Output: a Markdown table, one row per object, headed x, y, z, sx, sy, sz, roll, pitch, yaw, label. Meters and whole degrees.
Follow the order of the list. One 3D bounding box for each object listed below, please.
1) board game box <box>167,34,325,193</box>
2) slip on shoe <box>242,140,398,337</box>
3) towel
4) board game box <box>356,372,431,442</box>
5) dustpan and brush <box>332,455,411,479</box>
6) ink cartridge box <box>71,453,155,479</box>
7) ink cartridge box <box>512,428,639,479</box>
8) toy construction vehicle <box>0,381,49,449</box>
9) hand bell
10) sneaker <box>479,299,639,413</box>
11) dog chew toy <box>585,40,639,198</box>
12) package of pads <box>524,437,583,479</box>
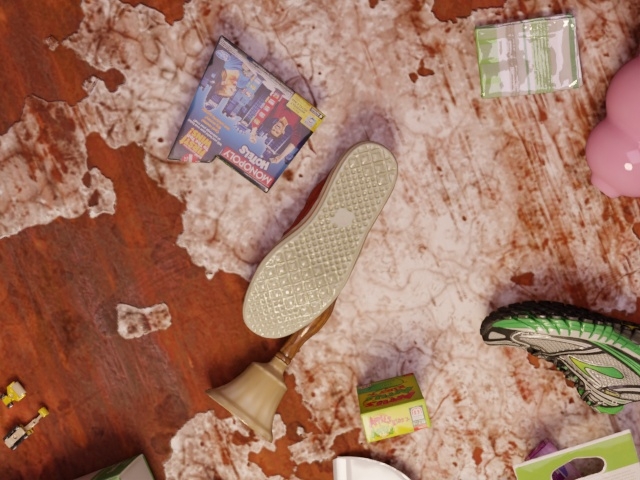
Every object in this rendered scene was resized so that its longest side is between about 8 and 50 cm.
| x | y | z | sx | sy | sz | roll | pitch | yaw | label |
| --- | --- | --- | --- | --- | --- | --- | --- | --- | --- |
| -0.126 | -0.167 | 1.741 | 0.194 | 0.060 | 0.194 | 38 | 95 | -4 | board game box |
| 0.000 | 0.000 | 1.735 | 0.123 | 0.101 | 0.331 | 32 | 91 | -8 | slip on shoe |
| 0.309 | -0.273 | 1.752 | 0.152 | 0.023 | 0.113 | -7 | 94 | 1 | towel |
| 0.104 | 0.240 | 1.718 | 0.092 | 0.181 | 0.043 | -14 | 95 | 1 | board game box |
| 0.127 | 0.400 | 1.793 | 0.211 | 0.060 | 0.147 | -3 | 95 | 0 | dustpan and brush |
| -0.361 | 0.465 | 1.747 | 0.278 | 0.117 | 0.201 | -22 | 94 | 12 | ink cartridge box |
| 0.400 | 0.411 | 1.768 | 0.189 | 0.097 | 0.255 | -17 | 100 | 1 | ink cartridge box |
| -0.473 | 0.268 | 1.796 | 0.086 | 0.035 | 0.098 | 45 | 91 | 7 | toy construction vehicle |
| -0.052 | 0.168 | 1.767 | 0.126 | 0.126 | 0.242 | 37 | 81 | -3 | hand bell |
| 0.398 | 0.180 | 1.739 | 0.343 | 0.134 | 0.146 | 16 | 96 | -2 | sneaker |
| 0.505 | -0.201 | 1.678 | 0.206 | 0.206 | 0.332 | 36 | 101 | -3 | dog chew toy |
| 0.357 | 0.349 | 1.804 | 0.050 | 0.032 | 0.083 | -43 | 94 | 4 | package of pads |
